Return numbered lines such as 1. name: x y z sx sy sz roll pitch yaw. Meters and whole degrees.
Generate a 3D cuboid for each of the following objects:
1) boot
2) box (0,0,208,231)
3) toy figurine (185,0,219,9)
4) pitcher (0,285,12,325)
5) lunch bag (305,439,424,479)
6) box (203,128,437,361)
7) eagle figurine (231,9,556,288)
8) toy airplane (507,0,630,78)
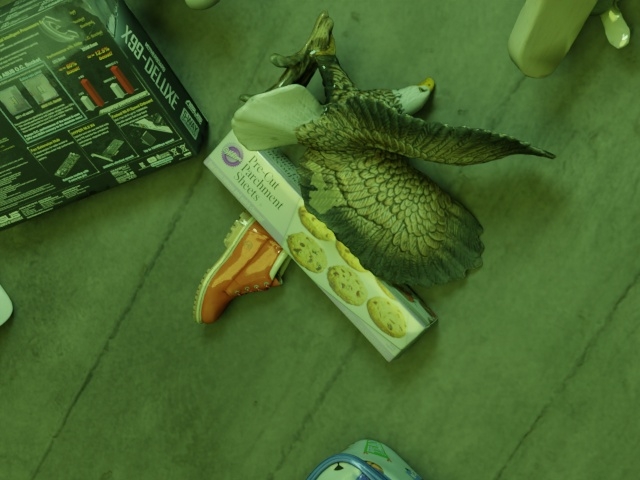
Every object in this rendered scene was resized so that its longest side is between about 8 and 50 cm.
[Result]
1. boot: -0.093 0.048 1.481 0.085 0.059 0.158 34 108 7
2. box: -0.327 -0.158 1.456 0.307 0.076 0.242 -19 126 23
3. toy figurine: -0.143 -0.381 1.328 0.148 0.209 0.213 21 149 24
4. pitcher: -0.523 0.134 1.589 0.207 0.178 0.125 -33 92 21
5. lunch bag: 0.031 0.401 1.466 0.243 0.115 0.303 40 109 12
6. box: 0.000 0.000 1.432 0.324 0.063 0.067 48 110 7
7. eagle figurine: 0.073 -0.103 1.325 0.225 0.226 0.298 -45 77 1
8. toy airplane: 0.309 -0.366 1.139 0.386 0.272 0.384 -22 128 11
